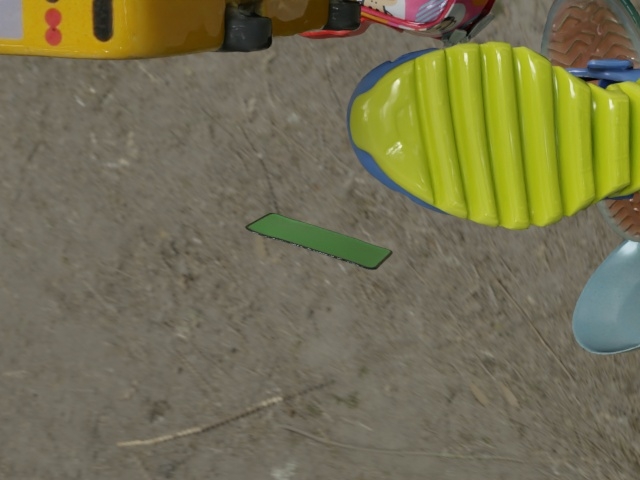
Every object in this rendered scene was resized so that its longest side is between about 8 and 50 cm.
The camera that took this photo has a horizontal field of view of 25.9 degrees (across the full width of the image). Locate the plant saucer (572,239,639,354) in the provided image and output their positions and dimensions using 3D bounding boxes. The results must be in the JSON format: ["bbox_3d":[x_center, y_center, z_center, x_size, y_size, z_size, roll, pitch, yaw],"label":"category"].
[{"bbox_3d":[0.345,0.051,1.424,0.195,0.195,0.037,-45,110,2],"label":"plant saucer"}]

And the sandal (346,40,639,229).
[{"bbox_3d":[0.158,-0.075,0.978,0.317,0.138,0.126,2,97,-25],"label":"sandal"}]

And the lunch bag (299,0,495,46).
[{"bbox_3d":[0.036,-0.300,1.241,0.293,0.120,0.258,27,106,26],"label":"lunch bag"}]

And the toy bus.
[{"bbox_3d":[-0.069,-0.158,0.723,0.130,0.333,0.108,4,103,15],"label":"toy bus"}]

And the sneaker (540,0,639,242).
[{"bbox_3d":[0.292,-0.142,1.358,0.108,0.302,0.121,-3,43,27],"label":"sneaker"}]

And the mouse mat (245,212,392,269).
[{"bbox_3d":[0.000,0.000,1.922,0.190,0.152,0.007,17,102,10],"label":"mouse mat"}]
